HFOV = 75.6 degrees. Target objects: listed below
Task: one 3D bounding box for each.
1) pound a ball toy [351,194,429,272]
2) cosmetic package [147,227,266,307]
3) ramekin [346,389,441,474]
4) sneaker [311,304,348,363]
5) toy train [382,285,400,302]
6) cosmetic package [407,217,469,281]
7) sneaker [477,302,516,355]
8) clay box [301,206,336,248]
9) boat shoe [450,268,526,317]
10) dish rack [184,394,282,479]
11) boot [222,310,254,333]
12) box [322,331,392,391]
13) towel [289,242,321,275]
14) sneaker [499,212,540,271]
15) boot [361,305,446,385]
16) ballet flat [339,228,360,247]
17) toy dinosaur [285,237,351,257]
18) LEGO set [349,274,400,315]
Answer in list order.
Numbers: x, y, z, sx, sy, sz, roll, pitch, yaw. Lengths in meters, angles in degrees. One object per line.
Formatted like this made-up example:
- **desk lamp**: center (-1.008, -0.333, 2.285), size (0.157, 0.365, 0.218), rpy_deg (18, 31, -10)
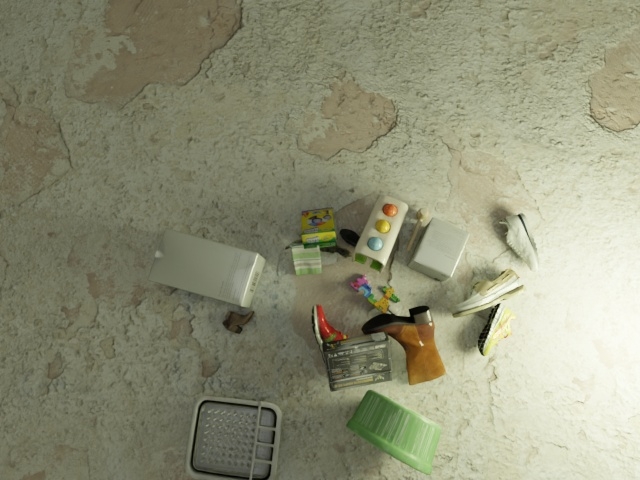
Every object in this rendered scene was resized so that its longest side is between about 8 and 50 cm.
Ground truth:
- **pound a ball toy**: center (0.275, -0.037, 1.566), size (0.208, 0.136, 0.319), rpy_deg (23, 65, 11)
- **cosmetic package**: center (-0.436, 0.110, 1.599), size (0.384, 0.156, 0.217), rpy_deg (16, 79, 8)
- **ramekin**: center (0.251, 0.629, 1.381), size (0.303, 0.303, 0.148), rpy_deg (27, 73, 8)
- **sneaker**: center (0.043, 0.366, 1.552), size (0.118, 0.107, 0.279), rpy_deg (-19, 88, -7)
- **toy train**: center (0.275, 0.212, 1.605), size (0.083, 0.017, 0.024), rpy_deg (44, 93, 11)
- **cosmetic package**: center (0.443, 0.038, 1.563), size (0.151, 0.151, 0.184), rpy_deg (25, 79, 8)
- **sneaker**: center (0.658, 0.340, 1.524), size (0.094, 0.081, 0.209), rpy_deg (29, 81, 7)
- **clay box**: center (-0.008, -0.049, 1.588), size (0.127, 0.222, 0.053), rpy_deg (-7, 121, 2)
- **boat shoe**: center (0.613, 0.199, 1.547), size (0.302, 0.113, 0.103), rpy_deg (-20, 76, -12)
- **dish rack**: center (-0.310, 0.721, 1.503), size (0.332, 0.072, 0.286), rpy_deg (5, 79, 4)
- **boot**: center (-0.325, 0.303, 1.608), size (0.087, 0.042, 0.118), rpy_deg (34, 82, 12)
- **box**: center (0.132, 0.426, 1.448), size (0.230, 0.056, 0.183), rpy_deg (-10, 115, -2)
- **towel**: center (-0.055, 0.073, 1.598), size (0.113, 0.152, 0.023), rpy_deg (-4, 35, 4)
- **sneaker**: center (0.774, 0.014, 1.593), size (0.094, 0.090, 0.235), rpy_deg (-18, 74, 12)
- **boot**: center (0.305, 0.398, 1.515), size (0.264, 0.096, 0.281), rpy_deg (-16, 104, -3)
- **ballet flat**: center (0.147, 0.010, 1.645), size (0.173, 0.049, 0.057), rpy_deg (34, 68, 16)
- **toy dinosaur**: center (0.000, 0.000, 1.628), size (0.268, 0.064, 0.118), rpy_deg (9, 55, -7)
- **LEGO set**: center (0.226, 0.206, 1.573), size (0.227, 0.087, 0.093), rpy_deg (42, 84, 9)
